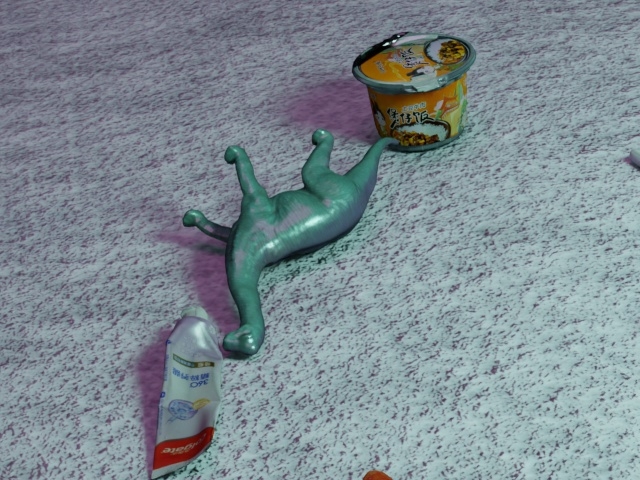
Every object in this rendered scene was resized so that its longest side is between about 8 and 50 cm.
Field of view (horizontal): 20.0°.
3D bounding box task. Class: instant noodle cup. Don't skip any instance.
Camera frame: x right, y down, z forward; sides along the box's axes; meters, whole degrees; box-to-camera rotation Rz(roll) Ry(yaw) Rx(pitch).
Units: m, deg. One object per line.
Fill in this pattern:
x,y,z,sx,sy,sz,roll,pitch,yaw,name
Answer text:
0.139,-0.205,2.599,0.177,0.126,0.208,-2,29,11,instant noodle cup

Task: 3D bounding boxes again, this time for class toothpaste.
-0.151,0.167,2.085,0.075,0.048,0.301,-4,31,1,toothpaste

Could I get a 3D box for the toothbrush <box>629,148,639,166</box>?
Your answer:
0.478,-0.060,2.345,0.025,0.020,0.286,-10,28,-19,toothbrush

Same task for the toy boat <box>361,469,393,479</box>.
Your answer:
0.077,0.353,1.637,0.136,0.079,0.392,-11,29,0,toy boat

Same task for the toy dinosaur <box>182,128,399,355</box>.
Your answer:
0.000,0.000,2.319,0.383,0.129,0.331,-17,40,-18,toy dinosaur
